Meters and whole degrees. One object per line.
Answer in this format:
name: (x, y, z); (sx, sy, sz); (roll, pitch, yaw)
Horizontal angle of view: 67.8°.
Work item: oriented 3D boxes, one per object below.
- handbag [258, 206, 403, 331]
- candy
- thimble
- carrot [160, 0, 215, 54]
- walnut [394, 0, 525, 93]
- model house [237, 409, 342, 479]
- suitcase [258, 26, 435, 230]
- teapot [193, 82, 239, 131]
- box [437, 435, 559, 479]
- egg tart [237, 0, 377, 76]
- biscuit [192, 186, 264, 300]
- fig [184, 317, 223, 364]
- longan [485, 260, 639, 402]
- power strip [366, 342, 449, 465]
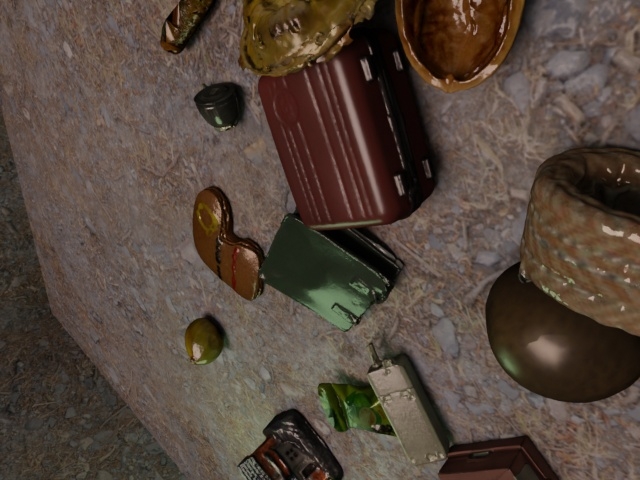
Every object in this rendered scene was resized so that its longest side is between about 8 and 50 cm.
handbag: (0.012, 0.063, 0.999); (0.260, 0.079, 0.248); (37, 139, 4)
candy: (0.116, 0.407, 1.146); (0.246, 0.069, 0.149); (-7, 108, 40)
thimble: (0.353, -0.005, 0.550); (0.229, 0.195, 0.148); (30, 139, 39)
carrot: (-0.270, -0.469, 0.987); (0.228, 0.069, 0.069); (-24, 96, 47)
walnut: (0.185, -0.307, 0.615); (0.167, 0.087, 0.211); (17, 128, 29)
model house: (-0.128, 0.710, 1.417); (0.271, 0.300, 0.190); (53, 146, 5)
suitcase: (0.043, -0.171, 0.785); (0.236, 0.161, 0.297); (-3, 112, 45)
teapot: (-0.218, -0.294, 1.047); (0.092, 0.124, 0.091); (-10, 132, 5)
box: (0.374, 0.512, 0.941); (0.215, 0.086, 0.215); (54, 140, 4)
egg tart: (-0.024, -0.351, 0.674); (0.278, 0.279, 0.095); (5, 156, 43)
biscuit: (-0.251, 0.013, 1.279); (0.277, 0.052, 0.262); (40, 137, 20)
fig: (-0.383, 0.331, 1.565); (0.153, 0.120, 0.136); (55, 152, 40)
longan: (0.332, 0.126, 0.666); (0.212, 0.198, 0.198); (41, 137, 17)
power strip: (0.179, 0.345, 1.031); (0.093, 0.053, 0.288); (-25, 93, 27)
